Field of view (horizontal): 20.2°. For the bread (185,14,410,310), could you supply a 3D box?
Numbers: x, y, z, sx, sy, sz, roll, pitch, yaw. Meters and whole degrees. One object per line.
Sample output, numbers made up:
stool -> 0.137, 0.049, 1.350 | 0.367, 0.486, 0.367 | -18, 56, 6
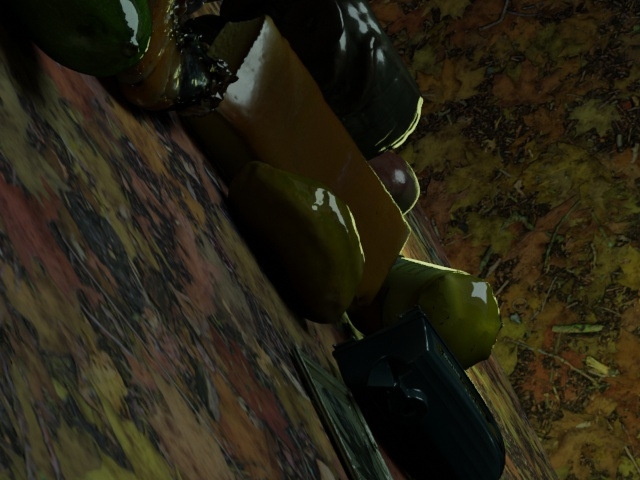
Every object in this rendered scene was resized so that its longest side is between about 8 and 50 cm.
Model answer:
bread -> -0.021, -0.075, 1.977 | 0.361, 0.077, 0.138 | 54, 49, -39

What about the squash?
squash -> -0.213, -0.246, 1.439 | 0.107, 0.107, 0.395 | 53, 9, -40

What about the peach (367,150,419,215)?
peach -> 0.054, -0.058, 2.411 | 0.152, 0.152, 0.152 | 58, 8, -12

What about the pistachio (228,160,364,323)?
pistachio -> -0.015, -0.008, 1.850 | 0.189, 0.110, 0.100 | 59, 39, -8

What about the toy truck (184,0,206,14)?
toy truck -> -0.195, -0.293, 1.693 | 0.101, 0.125, 0.242 | 62, 7, 26

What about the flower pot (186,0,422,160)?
flower pot -> -0.020, -0.219, 2.223 | 0.302, 0.213, 0.302 | 58, 7, -11

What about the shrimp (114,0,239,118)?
shrimp -> -0.121, -0.220, 1.687 | 0.054, 0.222, 0.290 | 16, -4, 14

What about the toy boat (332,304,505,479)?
toy boat -> 0.122, 0.190, 1.948 | 0.296, 0.114, 0.122 | 54, 18, -41

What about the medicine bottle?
medicine bottle -> 0.121, 0.085, 2.083 | 0.124, 0.124, 0.239 | 58, -12, -15

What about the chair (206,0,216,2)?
chair -> -0.157, -0.398, 2.275 | 0.159, 0.172, 0.247 | 60, 14, 13

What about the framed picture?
framed picture -> 0.047, 0.220, 1.723 | 0.231, 0.010, 0.173 | 63, 8, 25
